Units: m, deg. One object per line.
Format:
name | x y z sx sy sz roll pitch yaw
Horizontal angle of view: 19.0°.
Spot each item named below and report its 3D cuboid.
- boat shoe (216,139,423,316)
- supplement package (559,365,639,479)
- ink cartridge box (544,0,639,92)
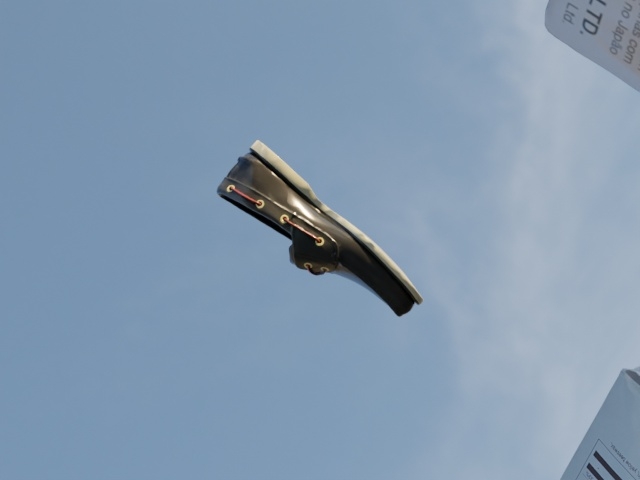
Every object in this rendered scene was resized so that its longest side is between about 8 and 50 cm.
boat shoe | 0.000 0.000 1.071 0.042 0.133 0.049 -49 -10 -5
supplement package | 0.190 0.140 0.763 0.194 0.149 0.203 -18 -37 -39
ink cartridge box | 0.284 -0.084 0.549 0.151 0.395 0.270 -38 -25 -33
